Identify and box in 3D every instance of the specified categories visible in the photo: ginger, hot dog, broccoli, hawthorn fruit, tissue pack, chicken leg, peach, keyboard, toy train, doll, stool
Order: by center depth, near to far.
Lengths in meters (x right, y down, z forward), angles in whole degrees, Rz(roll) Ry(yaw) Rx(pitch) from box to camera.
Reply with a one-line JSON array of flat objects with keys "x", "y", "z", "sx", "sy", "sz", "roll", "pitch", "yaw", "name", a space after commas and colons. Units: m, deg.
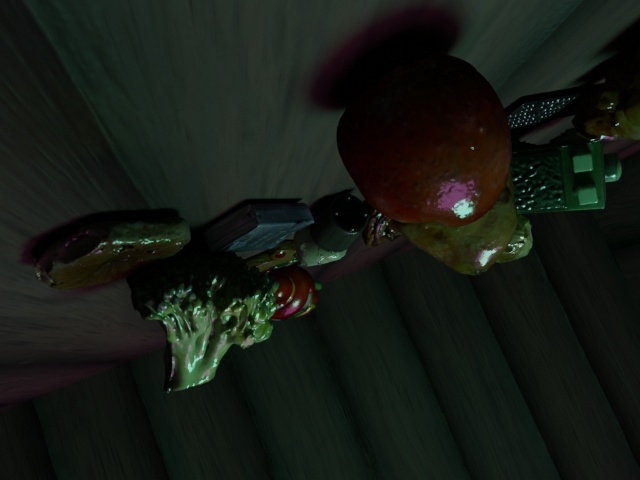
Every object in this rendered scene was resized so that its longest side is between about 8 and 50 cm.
[{"x": 0.107, "y": -0.093, "z": 0.507, "sx": 0.172, "sy": 0.173, "sz": 0.173, "roll": -22, "pitch": 171, "yaw": -3, "name": "hawthorn fruit"}, {"x": 0.571, "y": -0.230, "z": 0.811, "sx": 0.408, "sy": 0.182, "sz": 0.295, "roll": -7, "pitch": 177, "yaw": -32, "name": "chicken leg"}, {"x": -0.097, "y": -0.022, "z": 0.829, "sx": 0.112, "sy": 0.051, "sz": 0.156, "roll": -28, "pitch": 169, "yaw": 31, "name": "tissue pack"}, {"x": -0.188, "y": 0.136, "z": 0.839, "sx": 0.288, "sy": 0.246, "sz": 0.247, "roll": 3, "pitch": 179, "yaw": -41, "name": "broccoli"}, {"x": 0.232, "y": -0.055, "z": 0.879, "sx": 0.214, "sy": 0.236, "sz": 0.214, "roll": -20, "pitch": 161, "yaw": -7, "name": "peach"}, {"x": 0.422, "y": -0.240, "z": 0.920, "sx": 0.309, "sy": 0.018, "sz": 0.101, "roll": -17, "pitch": 169, "yaw": -32, "name": "keyboard"}, {"x": 0.036, "y": -0.034, "z": 0.962, "sx": 0.096, "sy": 0.096, "sz": 0.110, "roll": -18, "pitch": 167, "yaw": -27, "name": "stool"}, {"x": 0.451, "y": -0.133, "z": 1.027, "sx": 0.271, "sy": 0.159, "sz": 0.188, "roll": -3, "pitch": -164, "yaw": 32, "name": "toy train"}, {"x": 0.165, "y": -0.052, "z": 1.172, "sx": 0.160, "sy": 0.099, "sz": 0.227, "roll": -24, "pitch": 169, "yaw": 2, "name": "hot dog"}, {"x": 0.372, "y": -0.020, "z": 1.189, "sx": 0.221, "sy": 0.130, "sz": 0.275, "roll": 8, "pitch": -170, "yaw": -23, "name": "ginger"}, {"x": -0.108, "y": 0.150, "z": 1.494, "sx": 0.182, "sy": 0.160, "sz": 0.363, "roll": -25, "pitch": 169, "yaw": 8, "name": "doll"}]

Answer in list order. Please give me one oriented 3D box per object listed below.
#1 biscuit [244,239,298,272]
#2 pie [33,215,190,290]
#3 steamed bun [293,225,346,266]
[{"x": -0.098, "y": 0.042, "z": 1.245, "sx": 0.301, "sy": 0.049, "sz": 0.197, "roll": -24, "pitch": 173, "yaw": 5, "name": "biscuit"}, {"x": -0.265, "y": 0.016, "z": 0.655, "sx": 0.195, "sy": 0.046, "sz": 0.195, "roll": -21, "pitch": 172, "yaw": -3, "name": "pie"}, {"x": 0.000, "y": 0.000, "z": 1.064, "sx": 0.112, "sy": 0.091, "sz": 0.130, "roll": -13, "pitch": -176, "yaw": 0, "name": "steamed bun"}]
